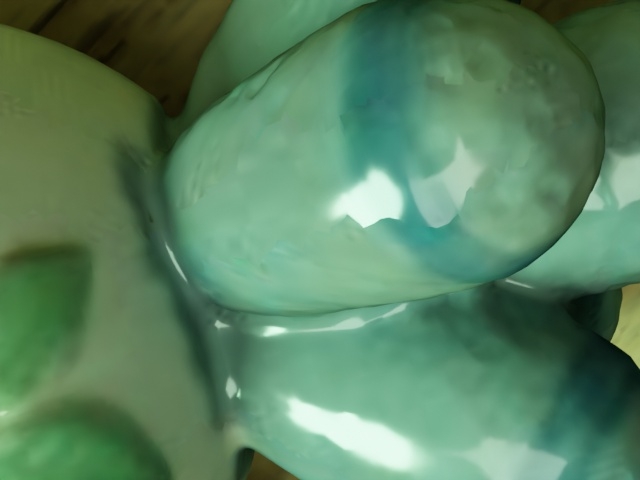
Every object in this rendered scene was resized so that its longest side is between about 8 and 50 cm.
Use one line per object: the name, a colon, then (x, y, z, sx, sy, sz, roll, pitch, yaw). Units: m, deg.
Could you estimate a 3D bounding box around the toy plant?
toy plant: (0.000, 0.000, 0.644, 0.332, 0.247, 0.247, -15, 118, 6)
